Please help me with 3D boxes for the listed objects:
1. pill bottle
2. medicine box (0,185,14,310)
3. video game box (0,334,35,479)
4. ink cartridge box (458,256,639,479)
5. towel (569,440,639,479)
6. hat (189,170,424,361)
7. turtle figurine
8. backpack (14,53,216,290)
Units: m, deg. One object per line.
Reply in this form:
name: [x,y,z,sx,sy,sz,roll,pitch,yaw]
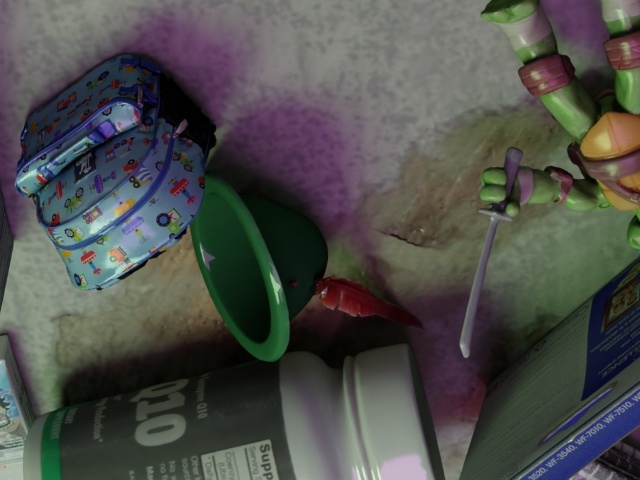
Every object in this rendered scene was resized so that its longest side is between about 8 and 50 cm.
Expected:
pill bottle: [-0.073,0.219,1.498,0.361,0.204,0.204,-14,125,6]
medicine box: [-0.410,-0.057,1.317,0.264,0.149,0.289,-5,124,0]
video game box: [-0.378,0.188,1.552,0.205,0.048,0.187,-8,127,2]
ink cartridge box: [0.247,0.121,1.391,0.072,0.307,0.303,45,114,-8]
towel: [0.283,0.327,1.636,0.284,0.121,0.235,29,112,-21]
hat: [0.000,0.000,1.430,0.184,0.173,0.208,-22,161,-21]
turtle figurine: [0.226,-0.074,1.295,0.275,0.198,0.266,-33,110,-31]
backpack: [-0.171,-0.049,1.322,0.158,0.173,0.117,-31,121,18]
